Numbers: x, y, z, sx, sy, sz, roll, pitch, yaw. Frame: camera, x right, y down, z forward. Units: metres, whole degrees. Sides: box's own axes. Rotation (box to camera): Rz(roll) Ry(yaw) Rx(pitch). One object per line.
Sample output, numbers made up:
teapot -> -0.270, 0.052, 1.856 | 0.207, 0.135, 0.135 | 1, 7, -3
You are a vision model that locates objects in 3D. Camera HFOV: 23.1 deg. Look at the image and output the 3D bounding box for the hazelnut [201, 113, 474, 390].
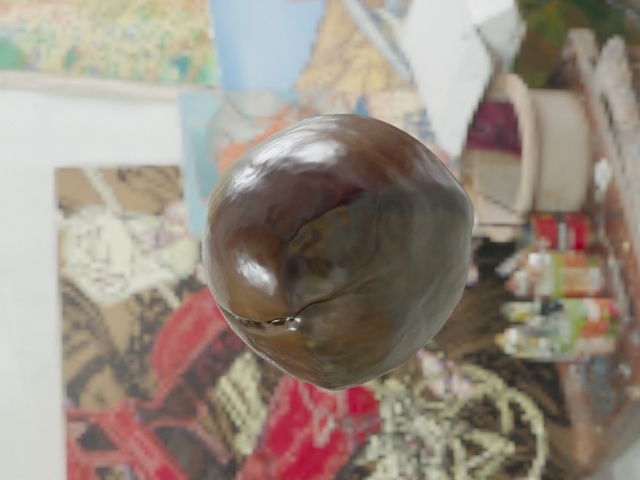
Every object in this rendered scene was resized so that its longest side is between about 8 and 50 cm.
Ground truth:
hazelnut -> 0.000, 0.000, 1.126 | 0.208, 0.208, 0.208 | -179, 90, -74
